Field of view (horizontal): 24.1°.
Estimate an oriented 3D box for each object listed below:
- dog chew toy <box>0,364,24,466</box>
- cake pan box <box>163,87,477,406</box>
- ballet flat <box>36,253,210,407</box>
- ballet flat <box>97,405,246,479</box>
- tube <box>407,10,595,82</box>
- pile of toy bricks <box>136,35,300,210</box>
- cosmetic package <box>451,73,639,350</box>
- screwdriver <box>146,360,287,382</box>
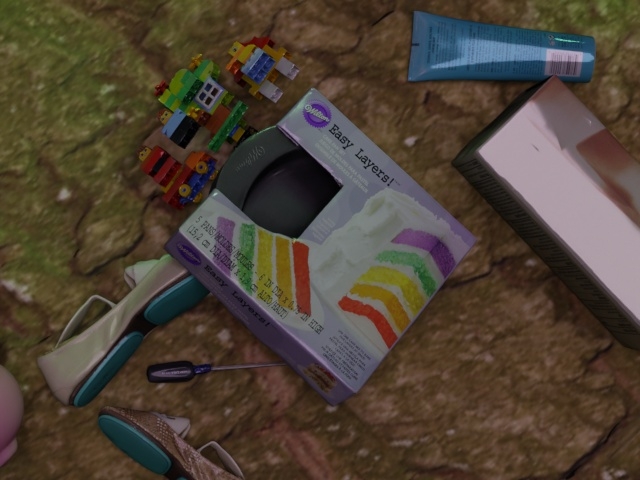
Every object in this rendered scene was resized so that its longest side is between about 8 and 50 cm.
[{"bbox_3d":[-0.434,0.104,1.541,0.206,0.206,0.332,-39,100,-7],"label":"dog chew toy"},{"bbox_3d":[0.000,0.000,1.617,0.267,0.070,0.246,44,60,-3],"label":"cake pan box"},{"bbox_3d":[-0.206,0.073,1.626,0.248,0.086,0.086,-42,92,-6],"label":"ballet flat"},{"bbox_3d":[-0.149,0.235,1.636,0.206,0.073,0.067,42,56,-6],"label":"ballet flat"},{"bbox_3d":[0.205,-0.212,1.701,0.207,0.052,0.080,5,82,-1],"label":"tube"},{"bbox_3d":[-0.135,-0.148,1.639,0.105,0.118,0.212,38,93,29],"label":"pile of toy bricks"},{"bbox_3d":[0.298,-0.027,1.649,0.129,0.153,0.296,-43,94,-6],"label":"cosmetic package"},{"bbox_3d":[-0.108,0.138,1.662,0.170,0.024,0.025,-8,59,-13],"label":"screwdriver"}]
